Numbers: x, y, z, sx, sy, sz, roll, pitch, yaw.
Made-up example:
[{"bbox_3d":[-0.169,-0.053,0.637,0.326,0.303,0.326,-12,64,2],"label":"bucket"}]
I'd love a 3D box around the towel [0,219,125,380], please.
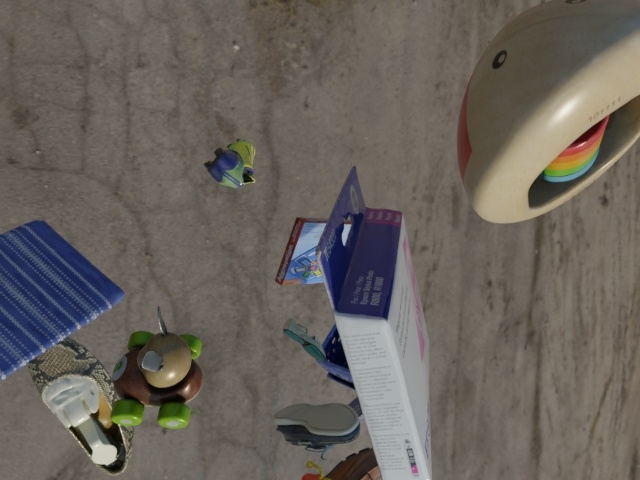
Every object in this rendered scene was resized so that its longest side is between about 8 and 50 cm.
[{"bbox_3d":[-0.543,0.104,0.965,0.336,0.243,0.040,-41,167,-51],"label":"towel"}]

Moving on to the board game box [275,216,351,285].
[{"bbox_3d":[0.024,0.024,1.221,0.281,0.027,0.144,1,113,-52],"label":"board game box"}]

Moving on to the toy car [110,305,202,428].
[{"bbox_3d":[-0.269,0.195,0.900,0.188,0.149,0.154,102,-9,-52],"label":"toy car"}]

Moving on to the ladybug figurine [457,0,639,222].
[{"bbox_3d":[0.306,-0.165,0.746,0.305,0.161,0.449,-37,159,7],"label":"ladybug figurine"}]

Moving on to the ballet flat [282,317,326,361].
[{"bbox_3d":[-0.037,0.286,1.616,0.168,0.057,0.052,43,53,-22],"label":"ballet flat"}]

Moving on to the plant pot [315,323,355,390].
[{"bbox_3d":[0.147,0.455,2.170,0.235,0.236,0.212,-56,150,-29],"label":"plant pot"}]

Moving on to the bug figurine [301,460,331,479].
[{"bbox_3d":[0.024,0.441,0.736,0.072,0.279,0.216,-54,168,27],"label":"bug figurine"}]

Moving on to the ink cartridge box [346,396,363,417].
[{"bbox_3d":[0.141,0.508,1.709,0.308,0.072,0.303,-18,157,-25],"label":"ink cartridge box"}]

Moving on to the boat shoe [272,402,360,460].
[{"bbox_3d":[-0.005,0.385,1.127,0.095,0.255,0.079,-27,96,-43],"label":"boat shoe"}]

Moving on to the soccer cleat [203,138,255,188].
[{"bbox_3d":[-0.217,-0.195,1.475,0.121,0.093,0.289,42,17,-6],"label":"soccer cleat"}]

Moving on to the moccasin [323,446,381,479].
[{"bbox_3d":[0.055,0.656,1.406,0.380,0.147,0.139,-24,137,-25],"label":"moccasin"}]

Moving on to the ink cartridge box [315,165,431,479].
[{"bbox_3d":[0.092,0.090,0.758,0.324,0.072,0.329,-67,145,-63],"label":"ink cartridge box"}]

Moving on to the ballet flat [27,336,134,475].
[{"bbox_3d":[-0.600,0.449,1.445,0.164,0.182,0.482,-21,128,-12],"label":"ballet flat"}]
